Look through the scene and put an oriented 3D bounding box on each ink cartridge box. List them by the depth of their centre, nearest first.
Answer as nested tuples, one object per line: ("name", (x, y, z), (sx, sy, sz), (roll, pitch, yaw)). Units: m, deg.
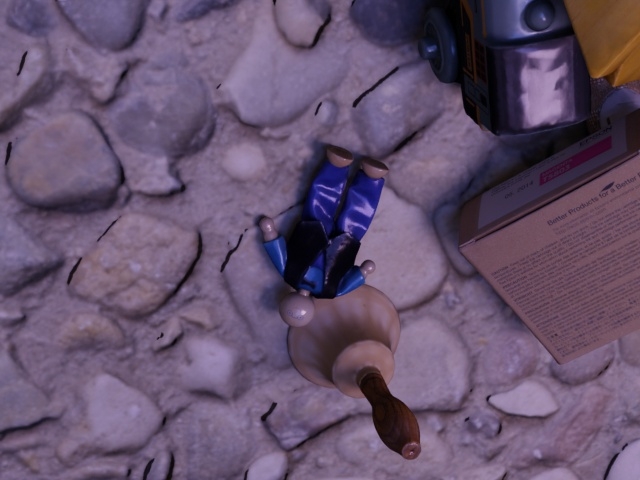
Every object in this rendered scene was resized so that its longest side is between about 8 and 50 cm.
("ink cartridge box", (0.290, -0.002, 1.460), (0.234, 0.088, 0.193), (-29, 117, 27))

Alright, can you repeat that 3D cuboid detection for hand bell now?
("hand bell", (0.056, 0.148, 1.425), (0.126, 0.242, 0.126), (-6, 114, -14))

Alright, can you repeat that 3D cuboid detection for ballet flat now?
("ballet flat", (0.320, -0.100, 1.487), (0.073, 0.067, 0.206), (-20, 117, -6))

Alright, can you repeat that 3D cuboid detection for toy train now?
("toy train", (0.171, -0.254, 1.308), (0.142, 0.190, 0.334), (-11, 116, -11))

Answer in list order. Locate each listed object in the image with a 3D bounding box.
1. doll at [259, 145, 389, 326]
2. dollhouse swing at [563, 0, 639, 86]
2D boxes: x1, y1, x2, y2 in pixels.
("doll", (0.000, 0.000, 1.451), (0.129, 0.046, 0.189), (18, 105, -9))
("dollhouse swing", (0.313, -0.365, 1.274), (0.346, 0.305, 0.315), (-22, 159, -50))
